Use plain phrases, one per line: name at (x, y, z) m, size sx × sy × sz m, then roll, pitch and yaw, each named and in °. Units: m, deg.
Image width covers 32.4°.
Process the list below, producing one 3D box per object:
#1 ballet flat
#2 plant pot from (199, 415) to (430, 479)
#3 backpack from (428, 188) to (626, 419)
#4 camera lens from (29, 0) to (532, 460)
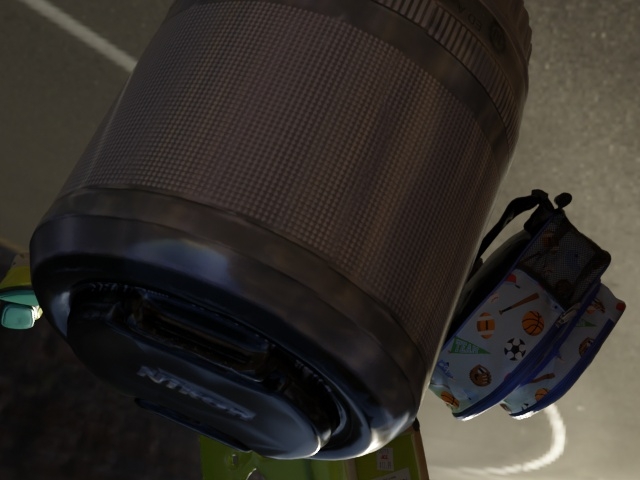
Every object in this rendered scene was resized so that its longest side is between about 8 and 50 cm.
ballet flat at (-0.389, 0.058, 1.453) m, size 0.077 × 0.077 × 0.231 m, roll 10°, pitch 161°, yaw -19°
plant pot at (0.010, 0.316, 1.360) m, size 0.207 × 0.227 × 0.228 m, roll -16°, pitch 170°, yaw 39°
backpack at (0.239, 0.112, 1.426) m, size 0.213 × 0.263 × 0.276 m, roll 46°, pitch 153°, yaw 9°
camera lens at (-0.014, -0.032, 0.621) m, size 0.219 × 0.274 × 0.219 m, roll 19°, pitch 153°, yaw 10°
